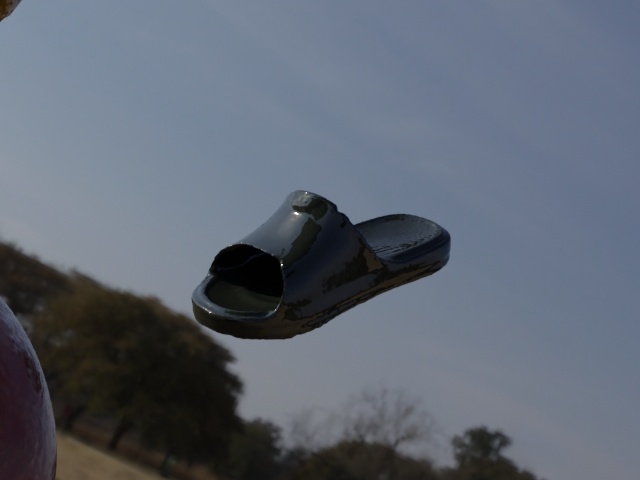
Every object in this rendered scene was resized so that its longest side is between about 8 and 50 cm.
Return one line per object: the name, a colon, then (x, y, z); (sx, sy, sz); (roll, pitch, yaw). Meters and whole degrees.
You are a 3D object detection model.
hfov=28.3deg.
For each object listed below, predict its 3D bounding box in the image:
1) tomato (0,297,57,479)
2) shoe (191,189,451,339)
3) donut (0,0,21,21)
tomato: (-0.273, 0.095, 0.641); (0.270, 0.270, 0.227); (34, 29, -35)
shoe: (0.000, 0.000, 0.995); (0.241, 0.093, 0.108); (-19, 26, -36)
donut: (-0.296, -0.211, 0.827); (0.277, 0.277, 0.108); (20, -35, 24)
